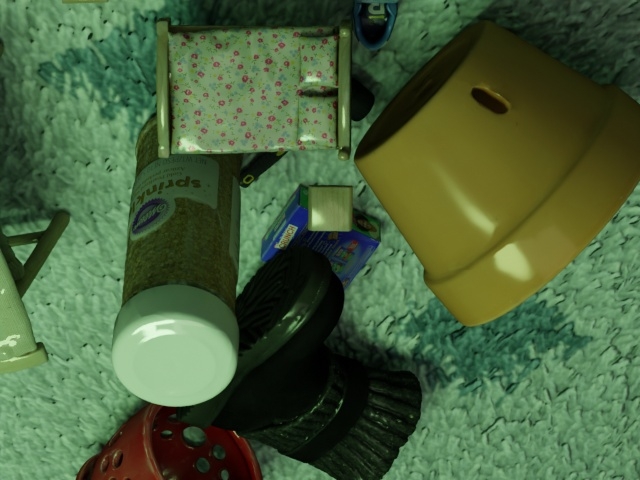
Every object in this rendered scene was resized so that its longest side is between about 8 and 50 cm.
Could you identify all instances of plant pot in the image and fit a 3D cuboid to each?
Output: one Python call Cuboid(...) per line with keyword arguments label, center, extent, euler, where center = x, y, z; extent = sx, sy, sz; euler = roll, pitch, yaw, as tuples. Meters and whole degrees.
Cuboid(label="plant pot", center=(-0.193, 0.302, 2.164), extent=(0.174, 0.191, 0.191), euler=(-36, 120, 29))
Cuboid(label="plant pot", center=(0.172, -0.084, 1.833), extent=(0.203, 0.291, 0.291), euler=(42, 117, -10))

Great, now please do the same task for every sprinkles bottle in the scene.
Cuboid(label="sprinkles bottle", center=(-0.141, 0.008, 1.831), extent=(0.121, 0.355, 0.121), euler=(-1, 128, -1))

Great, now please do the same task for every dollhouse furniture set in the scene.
Cuboid(label="dollhouse furniture set", center=(-0.119, -0.168, 1.731), extent=(0.303, 0.174, 0.355), euler=(-1, 103, 1))

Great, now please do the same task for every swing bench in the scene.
Cuboid(label="swing bench", center=(-0.383, -0.028, 1.862), extent=(0.165, 0.254, 0.253), euler=(-9, 127, 6))

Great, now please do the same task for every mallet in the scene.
Cuboid(label="mallet", center=(-0.031, -0.121, 1.939), extent=(0.190, 0.039, 0.062), euler=(-32, 123, 26))

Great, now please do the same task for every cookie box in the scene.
Cuboid(label="cookie box", center=(0.000, 0.000, 2.026), extent=(0.107, 0.040, 0.092), euler=(24, 124, -19))

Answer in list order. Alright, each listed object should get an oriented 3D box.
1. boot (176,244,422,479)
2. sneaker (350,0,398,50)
Cuboid(label="boot", center=(0.012, 0.150, 2.060), extent=(0.260, 0.131, 0.348), euler=(23, 144, -15))
Cuboid(label="sneaker", center=(0.058, -0.258, 1.817), extent=(0.053, 0.059, 0.144), euler=(2, 127, 1))
